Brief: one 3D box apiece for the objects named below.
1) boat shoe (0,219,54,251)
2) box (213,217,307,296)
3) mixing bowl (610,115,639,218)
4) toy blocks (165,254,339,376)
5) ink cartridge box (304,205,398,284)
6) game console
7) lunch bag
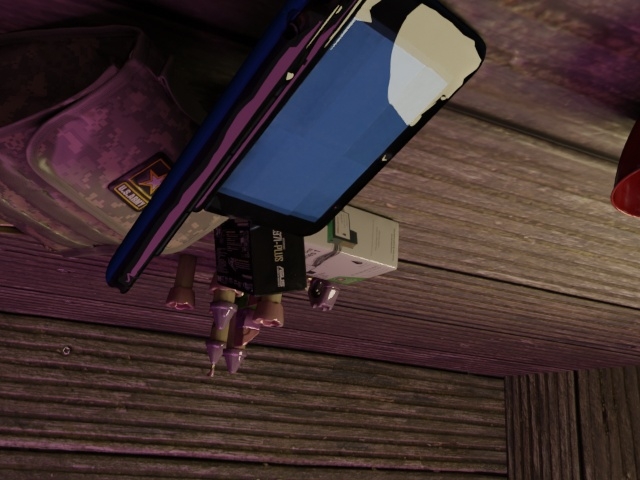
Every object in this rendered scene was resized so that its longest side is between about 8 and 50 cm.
[{"bbox_3d":[-0.468,-0.024,0.950,0.302,0.098,0.109,17,158,-30],"label":"boat shoe"},{"bbox_3d":[-0.093,-0.005,0.761,0.077,0.148,0.180,-5,-177,-26],"label":"box"},{"bbox_3d":[0.391,-0.097,0.537,0.181,0.098,0.181,5,161,2],"label":"mixing bowl"},{"bbox_3d":[-0.156,0.169,1.180,0.308,0.260,0.288,19,156,-34],"label":"toy blocks"},{"bbox_3d":[0.000,0.000,0.914,0.219,0.093,0.160,15,158,-29],"label":"ink cartridge box"},{"bbox_3d":[-0.004,-0.072,0.450,0.173,0.250,0.293,35,121,-14],"label":"game console"},{"bbox_3d":[-0.239,-0.096,0.578,0.286,0.169,0.235,-4,152,20],"label":"lunch bag"}]
